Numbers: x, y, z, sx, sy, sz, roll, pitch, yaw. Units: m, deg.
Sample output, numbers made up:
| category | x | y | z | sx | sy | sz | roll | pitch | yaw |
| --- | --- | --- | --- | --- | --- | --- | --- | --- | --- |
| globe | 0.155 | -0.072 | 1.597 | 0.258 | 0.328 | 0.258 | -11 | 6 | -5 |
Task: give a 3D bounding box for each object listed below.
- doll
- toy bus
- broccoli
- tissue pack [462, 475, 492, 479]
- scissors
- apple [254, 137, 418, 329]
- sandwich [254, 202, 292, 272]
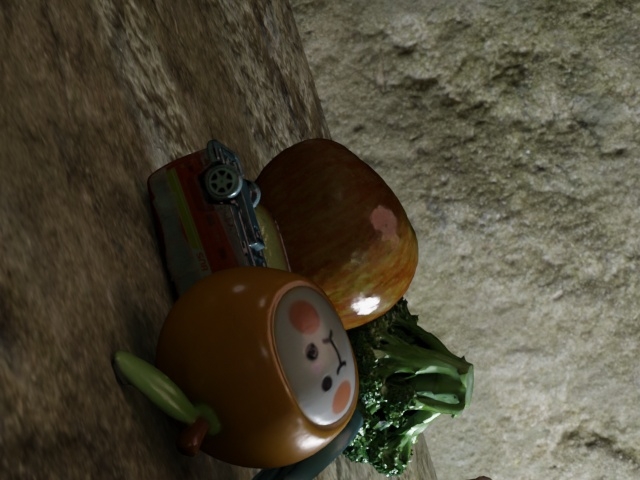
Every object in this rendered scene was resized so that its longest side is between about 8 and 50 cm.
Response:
| category | x | y | z | sx | sy | sz | roll | pitch | yaw |
| --- | --- | --- | --- | --- | --- | --- | --- | --- | --- |
| doll | -0.085 | 0.144 | 1.337 | 0.236 | 0.213 | 0.213 | -39 | 116 | -44 |
| toy bus | -0.114 | 0.026 | 1.549 | 0.121 | 0.119 | 0.265 | 29 | 43 | -78 |
| broccoli | 0.120 | 0.242 | 2.223 | 0.308 | 0.275 | 0.308 | 6 | 90 | -68 |
| tissue pack | 0.025 | 0.308 | 1.022 | 0.238 | 0.305 | 0.239 | 29 | 51 | -44 |
| scissors | -0.056 | 0.275 | 1.375 | 0.032 | 0.180 | 0.393 | 50 | 21 | 0 |
| apple | 0.000 | 0.000 | 2.056 | 0.277 | 0.250 | 0.309 | 53 | -7 | -21 |
| sandwich | -0.078 | 0.079 | 1.652 | 0.096 | 0.094 | 0.258 | -34 | -110 | 64 |
